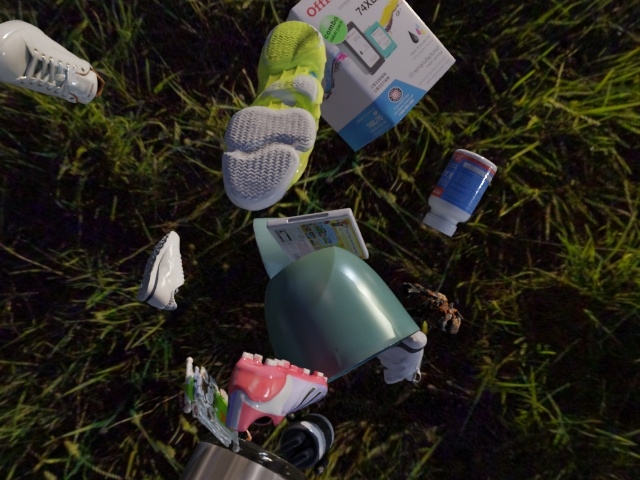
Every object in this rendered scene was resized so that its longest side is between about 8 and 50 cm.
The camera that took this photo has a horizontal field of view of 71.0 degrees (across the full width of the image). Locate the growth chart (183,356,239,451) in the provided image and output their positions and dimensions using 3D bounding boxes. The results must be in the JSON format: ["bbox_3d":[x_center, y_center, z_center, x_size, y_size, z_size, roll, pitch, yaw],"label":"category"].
[{"bbox_3d":[-0.244,0.368,1.012,0.021,0.237,0.172,-26,37,2],"label":"growth chart"}]

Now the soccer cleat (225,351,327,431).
[{"bbox_3d":[-0.059,0.224,0.650,0.083,0.248,0.095,12,74,23],"label":"soccer cleat"}]

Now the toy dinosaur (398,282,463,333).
[{"bbox_3d":[0.389,0.244,1.628,0.219,0.322,0.164,9,87,-8],"label":"toy dinosaur"}]

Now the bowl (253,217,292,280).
[{"bbox_3d":[-0.140,0.032,1.803,0.163,0.311,0.311,-20,81,2],"label":"bowl"}]

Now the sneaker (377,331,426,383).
[{"bbox_3d":[0.245,0.449,1.808,0.366,0.137,0.210,5,101,32],"label":"sneaker"}]

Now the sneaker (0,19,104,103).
[{"bbox_3d":[-0.486,-0.316,0.824,0.123,0.290,0.105,28,103,-10],"label":"sneaker"}]

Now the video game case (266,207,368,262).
[{"bbox_3d":[0.000,0.000,1.138,0.207,0.227,0.026,-8,59,14],"label":"video game case"}]

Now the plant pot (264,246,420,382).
[{"bbox_3d":[0.020,0.155,0.936,0.293,0.293,0.235,-27,73,-5],"label":"plant pot"}]

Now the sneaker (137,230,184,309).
[{"bbox_3d":[-0.407,0.078,1.188,0.095,0.090,0.234,30,42,-28],"label":"sneaker"}]

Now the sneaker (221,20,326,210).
[{"bbox_3d":[-0.043,-0.124,0.516,0.091,0.126,0.239,15,69,3],"label":"sneaker"}]

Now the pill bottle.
[{"bbox_3d":[0.375,-0.127,1.234,0.124,0.124,0.221,28,97,4],"label":"pill bottle"}]

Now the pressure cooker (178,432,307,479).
[{"bbox_3d":[-0.260,0.784,1.203,0.370,0.375,0.420,20,55,9],"label":"pressure cooker"}]

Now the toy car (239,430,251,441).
[{"bbox_3d":[-0.298,0.725,1.684,0.041,0.122,0.060,23,81,-40],"label":"toy car"}]

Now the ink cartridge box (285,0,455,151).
[{"bbox_3d":[0.073,-0.359,0.890,0.270,0.197,0.198,44,76,-11],"label":"ink cartridge box"}]

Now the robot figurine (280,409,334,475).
[{"bbox_3d":[-0.054,0.796,1.780,0.174,0.278,0.208,5,88,21],"label":"robot figurine"}]
